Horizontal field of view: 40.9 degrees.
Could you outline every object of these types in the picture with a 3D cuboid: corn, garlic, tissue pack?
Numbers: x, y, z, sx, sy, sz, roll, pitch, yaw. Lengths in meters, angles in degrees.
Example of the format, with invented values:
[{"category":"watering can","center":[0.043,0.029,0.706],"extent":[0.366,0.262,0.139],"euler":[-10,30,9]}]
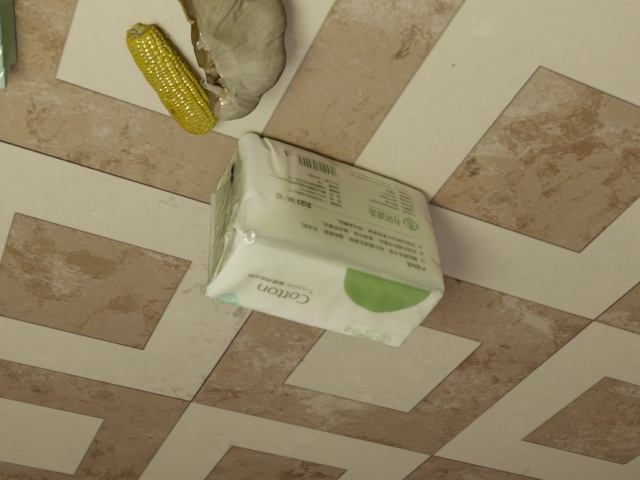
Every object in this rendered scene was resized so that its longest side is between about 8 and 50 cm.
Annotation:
[{"category":"corn","center":[-0.219,-0.237,1.291],"extent":[0.067,0.067,0.206],"euler":[-17,134,18]},{"category":"garlic","center":[-0.112,-0.277,1.171],"extent":[0.143,0.178,0.229],"euler":[-12,124,-9]},{"category":"tissue pack","center":[0.000,0.001,1.414],"extent":[0.356,0.266,0.194],"euler":[18,130,-20]}]

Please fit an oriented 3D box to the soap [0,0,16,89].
[{"category":"soap","center":[-0.567,-0.310,1.185],"extent":[0.265,0.087,0.160],"euler":[6,138,-9]}]
